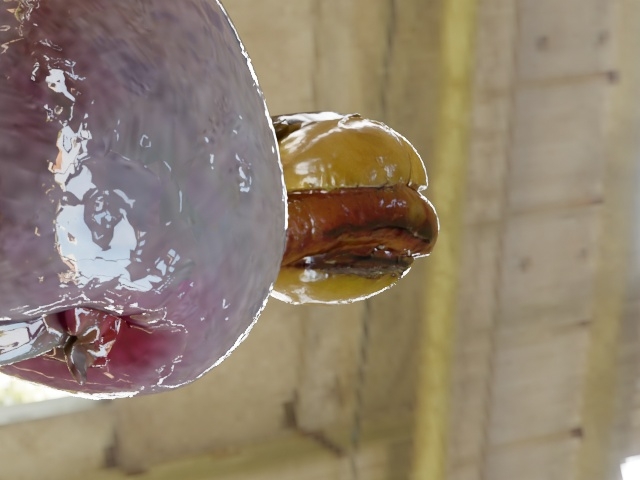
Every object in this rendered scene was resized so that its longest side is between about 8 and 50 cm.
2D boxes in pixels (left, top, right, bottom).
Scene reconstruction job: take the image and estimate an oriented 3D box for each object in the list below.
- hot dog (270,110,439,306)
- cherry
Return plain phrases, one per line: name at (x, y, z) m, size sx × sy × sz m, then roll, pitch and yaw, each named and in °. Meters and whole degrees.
hot dog at (0.002, -0.006, 1.637) m, size 0.107 × 0.326 × 0.194 m, roll 18°, pitch -61°, yaw 35°
cherry at (-0.112, -0.031, 0.897) m, size 0.184 × 0.213 × 0.266 m, roll 0°, pitch -113°, yaw 30°
